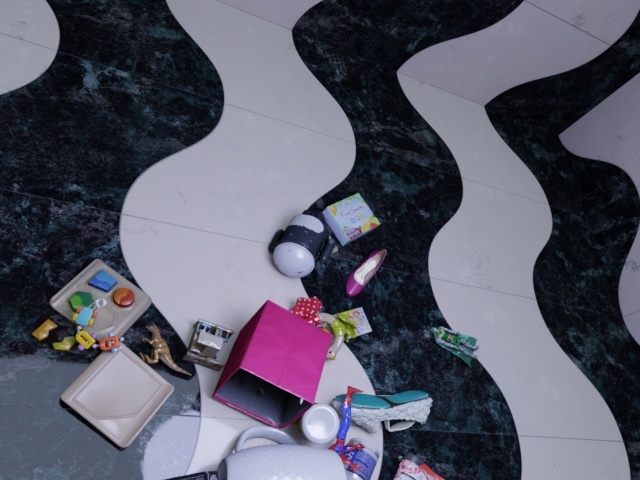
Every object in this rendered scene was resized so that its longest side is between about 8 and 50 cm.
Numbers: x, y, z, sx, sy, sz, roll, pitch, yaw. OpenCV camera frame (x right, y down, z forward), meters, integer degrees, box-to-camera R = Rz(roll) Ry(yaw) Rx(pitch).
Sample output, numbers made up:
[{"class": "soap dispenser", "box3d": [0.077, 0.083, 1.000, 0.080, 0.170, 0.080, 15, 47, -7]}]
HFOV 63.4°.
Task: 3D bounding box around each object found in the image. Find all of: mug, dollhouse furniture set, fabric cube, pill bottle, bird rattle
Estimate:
[{"class": "mug", "box3d": [-0.137, 0.698, 1.506, 0.328, 0.276, 0.374, 15, 25, -19]}, {"class": "dollhouse furniture set", "box3d": [-0.337, 0.314, 1.647, 0.129, 0.183, 0.129, 23, 53, -17]}, {"class": "fabric cube", "box3d": [-0.149, 0.398, 1.650, 0.259, 0.254, 0.258, 30, 44, -10]}, {"class": "pill bottle", "box3d": [0.111, 0.755, 1.690, 0.112, 0.112, 0.186, 38, 49, -5]}, {"class": "pill bottle", "box3d": [-0.013, 0.578, 1.649, 0.117, 0.215, 0.117, 2, 73, -8]}, {"class": "bird rattle", "box3d": [0.004, 0.320, 1.876, 0.254, 0.143, 0.207, 20, 75, -3]}]

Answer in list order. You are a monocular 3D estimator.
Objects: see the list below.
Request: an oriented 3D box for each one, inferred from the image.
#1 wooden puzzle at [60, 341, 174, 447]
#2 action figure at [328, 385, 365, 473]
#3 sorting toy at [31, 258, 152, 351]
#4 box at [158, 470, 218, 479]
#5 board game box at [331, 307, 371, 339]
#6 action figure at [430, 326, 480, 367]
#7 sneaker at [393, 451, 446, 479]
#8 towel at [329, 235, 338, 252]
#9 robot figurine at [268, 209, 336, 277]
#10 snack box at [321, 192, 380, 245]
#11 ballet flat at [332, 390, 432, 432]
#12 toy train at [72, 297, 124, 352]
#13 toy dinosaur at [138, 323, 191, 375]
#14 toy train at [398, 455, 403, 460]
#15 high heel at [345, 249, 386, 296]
[{"class": "wooden puzzle", "box3d": [-0.587, 0.445, 1.512, 0.239, 0.044, 0.221, 40, 50, -3]}, {"class": "action figure", "box3d": [0.105, 0.625, 1.658, 0.139, 0.091, 0.280, 18, 78, 18]}, {"class": "sorting toy", "box3d": [-0.699, 0.219, 1.585, 0.229, 0.041, 0.307, 39, 50, -4]}, {"class": "box", "box3d": [-0.389, 0.731, 1.335, 0.270, 0.060, 0.216, -16, 63, 12]}, {"class": "board game box", "box3d": [0.115, 0.325, 2.009, 0.154, 0.026, 0.103, -10, 68, -35]}, {"class": "action figure", "box3d": [0.564, 0.427, 2.193, 0.232, 0.063, 0.137, 27, 55, -9]}, {"class": "sneaker", "box3d": [0.364, 0.873, 1.788, 0.270, 0.090, 0.145, 42, 59, -8]}, {"class": "towel", "box3d": [0.000, 0.000, 2.140, 0.110, 0.027, 0.148, -25, 75, -39]}, {"class": "robot figurine", "box3d": [-0.069, 0.013, 1.994, 0.173, 0.209, 0.278, 41, 53, -20]}, {"class": "snack box", "box3d": [0.131, -0.094, 2.245, 0.207, 0.070, 0.174, -25, 77, -39]}, {"class": "ballet flat", "box3d": [0.230, 0.617, 1.841, 0.409, 0.147, 0.147, 6, 60, -27]}, {"class": "toy train", "box3d": [-0.659, 0.262, 1.532, 0.125, 0.046, 0.166, -18, 80, -19]}, {"class": "toy dinosaur", "box3d": [-0.494, 0.351, 1.612, 0.112, 0.064, 0.211, -26, 78, -40]}, {"class": "toy train", "box3d": [0.315, 0.782, 1.851, 0.083, 0.024, 0.017, 18, 55, -21]}, {"class": "high heel", "box3d": [0.189, 0.129, 2.112, 0.082, 0.117, 0.244, 46, 50, 2]}]
